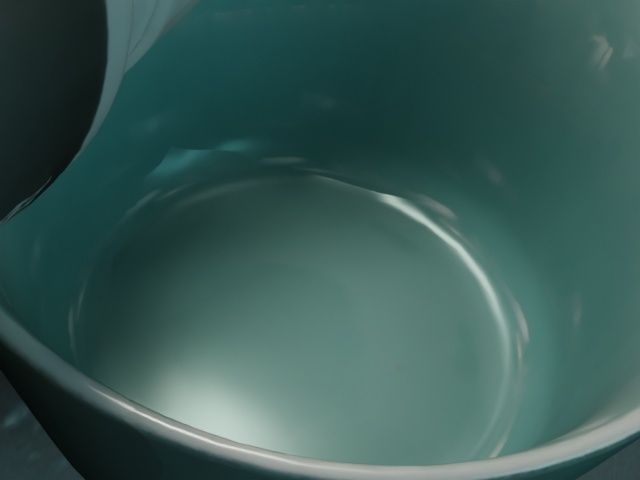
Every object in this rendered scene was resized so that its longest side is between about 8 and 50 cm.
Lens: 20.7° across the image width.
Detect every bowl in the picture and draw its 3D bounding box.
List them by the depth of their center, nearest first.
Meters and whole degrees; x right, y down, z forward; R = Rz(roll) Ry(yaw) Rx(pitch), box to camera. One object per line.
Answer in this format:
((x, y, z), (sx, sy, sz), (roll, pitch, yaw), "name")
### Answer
((0.000, 0.000, 0.654), (0.311, 0.311, 0.163), (-41, 156, -35), "bowl")

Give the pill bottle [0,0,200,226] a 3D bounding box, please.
((-0.145, -0.047, 0.401), (0.283, 0.161, 0.161), (-48, 138, -46), "pill bottle")
